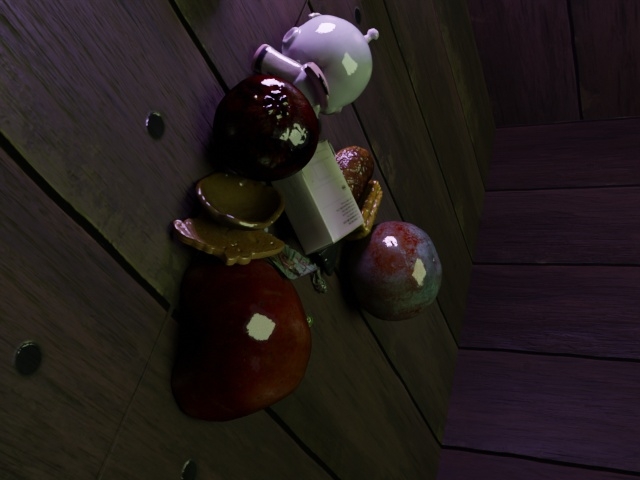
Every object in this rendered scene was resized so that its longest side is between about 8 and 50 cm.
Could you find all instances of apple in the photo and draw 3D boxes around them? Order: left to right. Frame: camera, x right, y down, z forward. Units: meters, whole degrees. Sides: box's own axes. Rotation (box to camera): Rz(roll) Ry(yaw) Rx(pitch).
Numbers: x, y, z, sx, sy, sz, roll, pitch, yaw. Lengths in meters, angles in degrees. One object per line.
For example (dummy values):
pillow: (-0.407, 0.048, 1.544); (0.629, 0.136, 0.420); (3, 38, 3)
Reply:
apple: (-0.169, 0.212, 1.483); (0.329, 0.295, 0.365); (-49, 148, 3)

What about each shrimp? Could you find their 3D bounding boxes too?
shrimp: (-0.006, 0.117, 1.917); (0.038, 0.029, 0.092); (-45, 124, -45)

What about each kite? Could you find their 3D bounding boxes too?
kite: (-0.104, 0.016, 1.550); (0.323, 0.013, 0.268); (33, 17, -35)

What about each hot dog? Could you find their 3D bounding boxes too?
hot dog: (0.083, -0.174, 2.014); (0.227, 0.099, 0.161); (-63, 143, -41)

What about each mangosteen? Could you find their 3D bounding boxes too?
mangosteen: (-0.130, -0.230, 1.502); (0.261, 0.235, 0.236); (131, -24, -62)

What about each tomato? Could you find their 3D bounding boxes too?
tomato: (0.228, 0.096, 2.127); (0.316, 0.282, 0.317); (31, 52, -51)

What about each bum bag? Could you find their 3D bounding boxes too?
bum bag: (0.000, 0.000, 1.888); (0.248, 0.059, 0.123); (53, 39, -52)

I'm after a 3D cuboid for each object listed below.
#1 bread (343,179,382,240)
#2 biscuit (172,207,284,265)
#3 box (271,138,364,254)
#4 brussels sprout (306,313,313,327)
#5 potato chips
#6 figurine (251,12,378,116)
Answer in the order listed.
bread: (0.123, -0.091, 2.087); (0.083, 0.113, 0.211); (50, 45, -30)
biscuit: (-0.186, -0.004, 1.407); (0.250, 0.035, 0.163); (9, 41, -29)
box: (-0.010, -0.117, 1.740); (0.252, 0.106, 0.203); (64, 30, -5)
brussels sprout: (-0.064, 0.212, 1.749); (0.058, 0.085, 0.085); (-64, 144, -54)
potato chips: (-0.171, -0.072, 1.433); (0.208, 0.195, 0.062); (-109, -144, -51)
figurine: (0.004, -0.420, 1.727); (0.361, 0.210, 0.253); (-55, 137, -48)
